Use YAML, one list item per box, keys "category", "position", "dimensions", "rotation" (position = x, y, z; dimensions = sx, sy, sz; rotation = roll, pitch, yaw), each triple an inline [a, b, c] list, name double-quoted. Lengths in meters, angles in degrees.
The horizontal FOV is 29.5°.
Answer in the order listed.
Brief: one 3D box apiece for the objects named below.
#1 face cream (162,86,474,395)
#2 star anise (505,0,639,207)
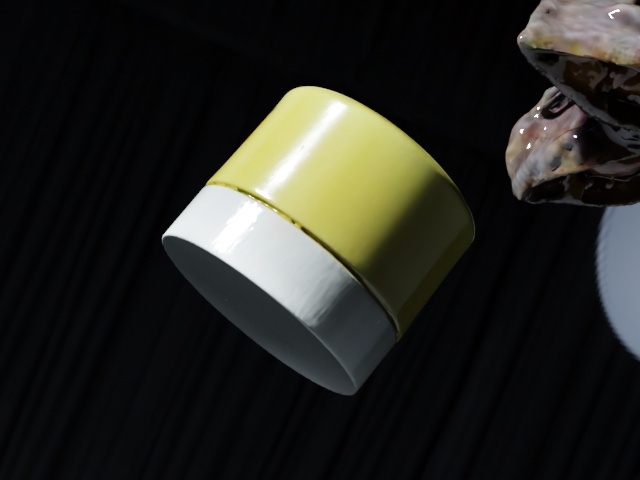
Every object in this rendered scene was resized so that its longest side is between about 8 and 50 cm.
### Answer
- category: "face cream"
  position: [0.000, 0.000, 1.076]
  dimensions: [0.218, 0.179, 0.218]
  rotation: [36, -16, 12]
- category: "star anise"
  position: [0.203, -0.073, 0.650]
  dimensions: [0.214, 0.099, 0.220]
  rotation: [-14, -38, 15]
